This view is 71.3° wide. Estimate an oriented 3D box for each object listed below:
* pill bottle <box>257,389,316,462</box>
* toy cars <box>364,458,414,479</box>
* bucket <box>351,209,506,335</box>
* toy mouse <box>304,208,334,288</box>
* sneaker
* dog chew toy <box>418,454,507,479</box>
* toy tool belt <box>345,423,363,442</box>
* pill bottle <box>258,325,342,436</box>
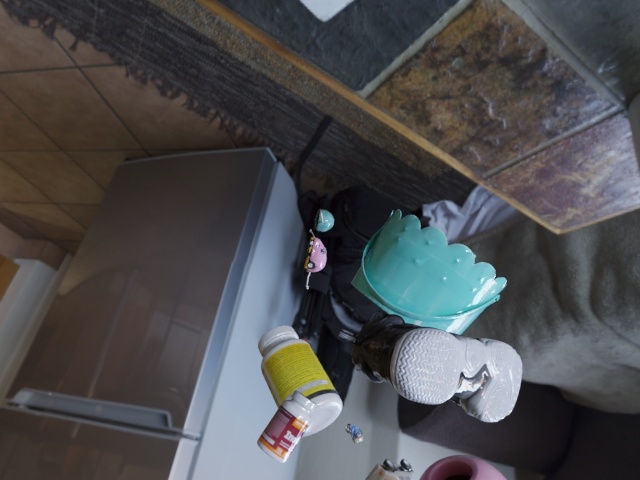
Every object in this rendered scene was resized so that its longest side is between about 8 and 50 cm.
[{"bbox_3d":[-0.078,0.446,1.079,0.086,0.152,0.086,32,165,10],"label":"pill bottle"},{"bbox_3d":[0.207,0.746,1.267,0.087,0.177,0.393,39,145,44],"label":"toy cars"},{"bbox_3d":[0.210,0.083,0.922,0.281,0.183,0.281,34,-179,0],"label":"bucket"},{"bbox_3d":[0.000,0.000,0.763,0.031,0.160,0.143,13,140,-5],"label":"toy mouse"},{"bbox_3d":[0.147,0.156,0.588,0.269,0.101,0.153,25,171,-37],"label":"sneaker"},{"bbox_3d":[0.319,0.611,0.892,0.207,0.207,0.331,-19,96,41],"label":"dog chew toy"},{"bbox_3d":[0.124,0.713,1.672,0.083,0.052,0.051,43,156,45],"label":"toy tool belt"},{"bbox_3d":[-0.082,0.451,1.475,0.188,0.333,0.187,-19,137,-19],"label":"pill bottle"}]
